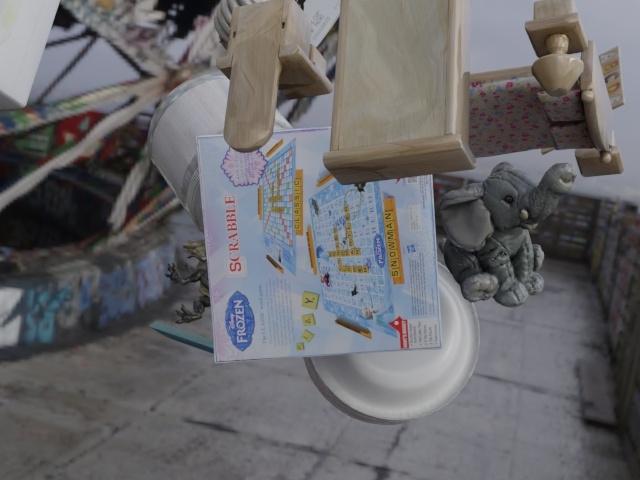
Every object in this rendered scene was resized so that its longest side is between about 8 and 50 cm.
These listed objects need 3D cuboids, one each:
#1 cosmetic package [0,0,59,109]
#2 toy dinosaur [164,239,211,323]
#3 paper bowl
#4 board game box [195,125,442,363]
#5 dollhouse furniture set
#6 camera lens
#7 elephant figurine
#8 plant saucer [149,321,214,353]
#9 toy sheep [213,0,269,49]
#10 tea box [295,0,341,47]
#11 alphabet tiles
[{"bbox_3d":[-0.392,-0.282,1.062,0.138,0.224,0.225,3,-19,30],"label":"cosmetic package"},{"bbox_3d":[-0.201,0.090,1.785,0.118,0.064,0.268,-2,52,-37],"label":"toy dinosaur"},{"bbox_3d":[0.115,0.150,1.664,0.284,0.284,0.148,9,-15,-4],"label":"paper bowl"},{"bbox_3d":[0.000,0.000,1.426,0.318,0.318,0.066,-3,6,2],"label":"board game box"},{"bbox_3d":[0.112,-0.077,0.981,0.303,0.173,0.355,-5,-24,23],"label":"dollhouse furniture set"},{"bbox_3d":[-0.139,-0.125,1.677,0.219,0.219,0.274,4,36,-41],"label":"camera lens"},{"bbox_3d":[0.261,-0.040,1.488,0.186,0.239,0.169,4,31,9],"label":"elephant figurine"},{"bbox_3d":[-0.244,0.192,1.986,0.192,0.018,0.067,12,-19,37],"label":"plant saucer"},{"bbox_3d":[-0.093,-0.300,1.373,0.091,0.132,0.091,26,41,-24],"label":"toy sheep"},{"bbox_3d":[-0.104,-0.609,2.168,0.324,0.220,0.329,30,14,-21],"label":"tea box"},{"bbox_3d":[0.451,-0.246,1.860,0.198,0.009,0.237,-25,30,29],"label":"alphabet tiles"}]
